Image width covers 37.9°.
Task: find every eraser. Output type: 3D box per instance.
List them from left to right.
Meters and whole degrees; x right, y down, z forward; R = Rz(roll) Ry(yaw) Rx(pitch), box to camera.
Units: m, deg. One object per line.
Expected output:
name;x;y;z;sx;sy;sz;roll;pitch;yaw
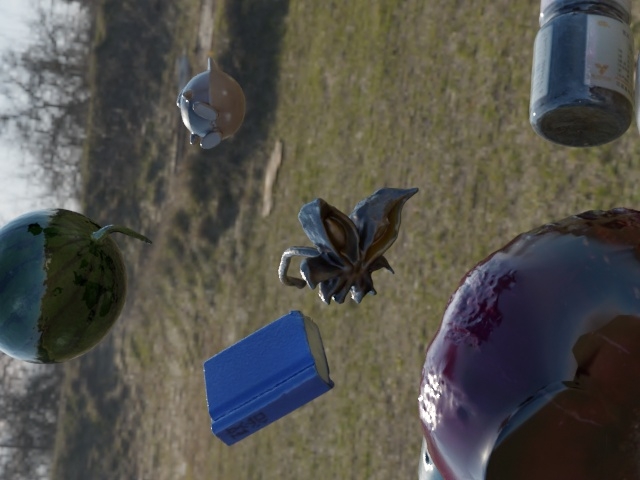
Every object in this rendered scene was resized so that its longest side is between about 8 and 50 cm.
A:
eraser;-0.037;0.092;0.632;0.027;0.085;0.063;49;-164;-38

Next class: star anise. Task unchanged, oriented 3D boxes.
star anise;0.000;0.000;1.023;0.148;0.218;0.227;-48;37;-18

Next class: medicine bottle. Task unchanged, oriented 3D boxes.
medicine bottle;0.438;-0.306;1.552;0.165;0.165;0.273;122;160;-67

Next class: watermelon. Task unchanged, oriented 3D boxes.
watermelon;-0.325;0.048;1.144;0.215;0.188;0.188;-42;31;23

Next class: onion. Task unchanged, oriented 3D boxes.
onion;0.279;0.129;1.085;0.420;0.399;0.398;-126;42;-61

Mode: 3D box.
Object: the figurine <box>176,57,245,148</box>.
figurine;-0.191;-0.234;1.614;0.138;0.125;0.125;-95;15;-47

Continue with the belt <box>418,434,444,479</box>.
belt;0.363;0.308;1.432;0.300;0.437;0.173;-129;35;-53

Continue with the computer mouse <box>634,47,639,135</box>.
computer mouse;0.491;-0.235;1.295;0.120;0.057;0.232;-148;60;-66
